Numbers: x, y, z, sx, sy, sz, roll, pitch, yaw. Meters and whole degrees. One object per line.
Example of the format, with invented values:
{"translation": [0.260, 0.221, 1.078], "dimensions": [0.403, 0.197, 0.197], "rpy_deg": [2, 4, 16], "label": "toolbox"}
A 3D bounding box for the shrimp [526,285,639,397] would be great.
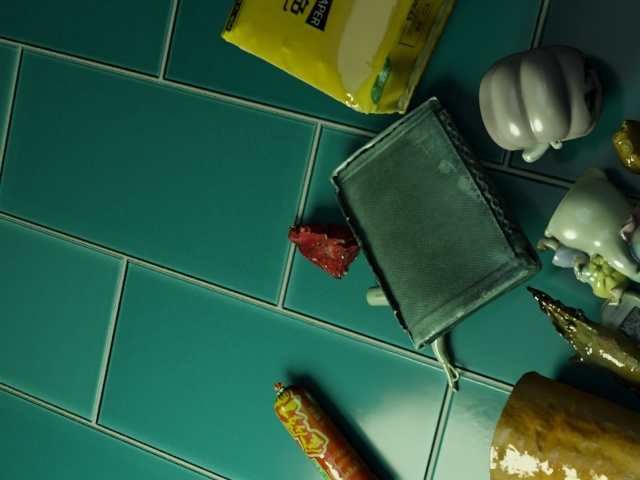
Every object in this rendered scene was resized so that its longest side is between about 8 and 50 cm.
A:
{"translation": [0.402, 0.166, 1.696], "dimensions": [0.262, 0.066, 0.117], "rpy_deg": [36, 153, 33], "label": "shrimp"}

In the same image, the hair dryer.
{"translation": [0.154, 0.140, 1.855], "dimensions": [0.167, 0.067, 0.199], "rpy_deg": [9, 112, 35], "label": "hair dryer"}

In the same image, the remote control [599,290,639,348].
{"translation": [0.509, 0.157, 1.672], "dimensions": [0.221, 0.042, 0.078], "rpy_deg": [40, 110, 20], "label": "remote control"}

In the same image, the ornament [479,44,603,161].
{"translation": [0.325, -0.199, 1.672], "dimensions": [0.177, 0.177, 0.177], "rpy_deg": [2, 94, 26], "label": "ornament"}

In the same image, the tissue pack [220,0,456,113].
{"translation": [0.064, -0.421, 1.757], "dimensions": [0.293, 0.228, 0.382], "rpy_deg": [31, 105, 24], "label": "tissue pack"}

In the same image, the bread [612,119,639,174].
{"translation": [0.462, -0.133, 1.659], "dimensions": [0.081, 0.083, 0.046], "rpy_deg": [38, 136, -14], "label": "bread"}

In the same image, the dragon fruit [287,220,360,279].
{"translation": [-0.001, 0.001, 1.904], "dimensions": [0.131, 0.063, 0.097], "rpy_deg": [33, 106, 21], "label": "dragon fruit"}

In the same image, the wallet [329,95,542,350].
{"translation": [0.172, -0.028, 1.782], "dimensions": [0.237, 0.075, 0.342], "rpy_deg": [-36, 62, 17], "label": "wallet"}

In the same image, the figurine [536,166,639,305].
{"translation": [0.449, 0.015, 1.647], "dimensions": [0.235, 0.127, 0.155], "rpy_deg": [35, 84, 19], "label": "figurine"}

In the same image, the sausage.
{"translation": [0.005, 0.342, 1.919], "dimensions": [0.083, 0.083, 0.264], "rpy_deg": [-47, 72, 21], "label": "sausage"}

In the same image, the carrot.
{"translation": [0.392, 0.307, 1.641], "dimensions": [0.254, 0.196, 0.196], "rpy_deg": [12, 99, 34], "label": "carrot"}
